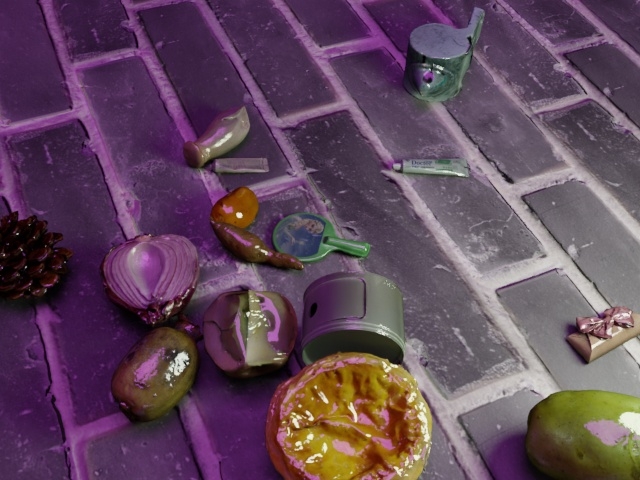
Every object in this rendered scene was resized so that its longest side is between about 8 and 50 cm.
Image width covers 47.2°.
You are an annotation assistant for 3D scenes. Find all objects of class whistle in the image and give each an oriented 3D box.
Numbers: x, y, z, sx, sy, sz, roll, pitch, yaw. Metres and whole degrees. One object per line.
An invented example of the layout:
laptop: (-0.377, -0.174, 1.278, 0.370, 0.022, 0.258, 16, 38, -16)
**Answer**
whistle: (0.413, -0.584, 2.294, 0.405, 0.168, 0.188, -31, 57, -25)

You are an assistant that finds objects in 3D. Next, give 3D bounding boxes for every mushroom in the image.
mushroom: (-0.282, -0.299, 2.079, 0.108, 0.096, 0.247, 40, 59, 0)

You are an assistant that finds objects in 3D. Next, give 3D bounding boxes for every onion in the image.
onion: (-0.390, 0.114, 1.708, 0.227, 0.120, 0.283, -9, 43, -6)

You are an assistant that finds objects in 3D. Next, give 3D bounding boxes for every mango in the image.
mango: (-0.216, -0.086, 1.910, 0.105, 0.084, 0.159, 28, 55, 13)

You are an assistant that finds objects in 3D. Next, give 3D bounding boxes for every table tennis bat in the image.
table tennis bat: (0.000, 0.000, 1.880, 0.257, 0.039, 0.160, 12, 53, 11)

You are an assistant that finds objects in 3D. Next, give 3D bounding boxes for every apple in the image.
apple: (-0.154, 0.207, 1.615, 0.207, 0.174, 0.188, -3, 70, -8)

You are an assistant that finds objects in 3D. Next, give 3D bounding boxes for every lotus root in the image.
lotus root: (-0.333, 0.264, 1.573, 0.154, 0.154, 0.278, 24, 52, 17)

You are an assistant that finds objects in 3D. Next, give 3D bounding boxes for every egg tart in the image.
egg tart: (0.056, 0.388, 1.485, 0.342, 0.132, 0.341, 1, 62, -1)

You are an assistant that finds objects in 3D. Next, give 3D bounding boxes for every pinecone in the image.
pinecone: (-0.710, 0.032, 1.717, 0.222, 0.221, 0.221, 1, 50, -1)

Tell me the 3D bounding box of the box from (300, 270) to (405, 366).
box: (0.071, 0.191, 1.598, 0.226, 0.226, 0.149, 3, 50, 0)

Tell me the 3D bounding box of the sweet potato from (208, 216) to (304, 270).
sweet potato: (-0.167, 0.024, 1.832, 0.270, 0.074, 0.074, 26, 53, 5)

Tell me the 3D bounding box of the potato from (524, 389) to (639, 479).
potato: (0.568, 0.402, 1.461, 0.305, 0.215, 0.215, 16, 52, 7)

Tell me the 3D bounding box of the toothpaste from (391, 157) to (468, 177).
toothpaste: (0.309, -0.207, 2.063, 0.218, 0.041, 0.064, 0, 61, -5)

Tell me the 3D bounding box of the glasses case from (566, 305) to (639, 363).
glasses case: (0.673, 0.197, 1.721, 0.194, 0.070, 0.102, -22, 53, -20)

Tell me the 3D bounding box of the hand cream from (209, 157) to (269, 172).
hand cream: (-0.228, -0.210, 2.052, 0.165, 0.037, 0.057, -2, 50, -13)
